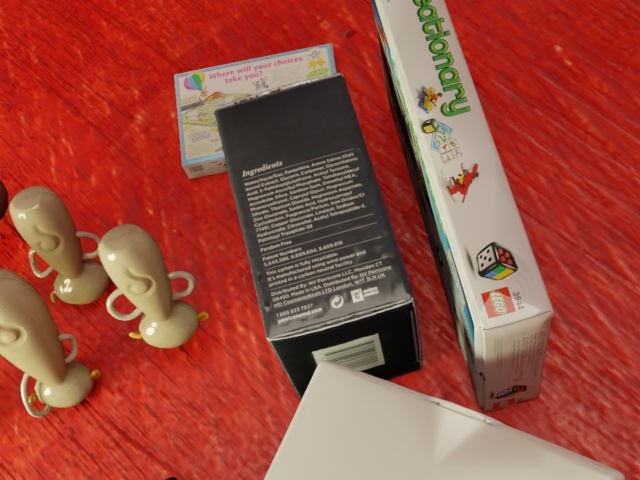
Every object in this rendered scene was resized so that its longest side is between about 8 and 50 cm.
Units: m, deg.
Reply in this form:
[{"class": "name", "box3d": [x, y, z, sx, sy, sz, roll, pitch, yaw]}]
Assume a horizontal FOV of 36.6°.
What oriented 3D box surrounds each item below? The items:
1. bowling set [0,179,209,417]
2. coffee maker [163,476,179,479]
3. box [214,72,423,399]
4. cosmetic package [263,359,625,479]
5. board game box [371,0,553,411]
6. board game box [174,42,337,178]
[{"class": "bowling set", "box3d": [-0.245, 0.040, 0.813, 0.287, 0.154, 0.200, -19, 45, 1]}, {"class": "coffee maker", "box3d": [-0.169, 0.240, 0.688, 0.178, 0.120, 0.171, -16, 20, -18]}, {"class": "box", "box3d": [0.000, 0.000, 0.766, 0.108, 0.153, 0.207, -15, 64, 1]}, {"class": "cosmetic package", "box3d": [0.028, 0.296, 0.614, 0.217, 0.156, 0.385, 20, 68, 23]}, {"class": "board game box", "box3d": [0.104, -0.041, 0.747, 0.053, 0.193, 0.305, -15, 64, 2]}, {"class": "board game box", "box3d": [-0.056, -0.122, 0.902, 0.154, 0.026, 0.103, -10, 64, 4]}]
